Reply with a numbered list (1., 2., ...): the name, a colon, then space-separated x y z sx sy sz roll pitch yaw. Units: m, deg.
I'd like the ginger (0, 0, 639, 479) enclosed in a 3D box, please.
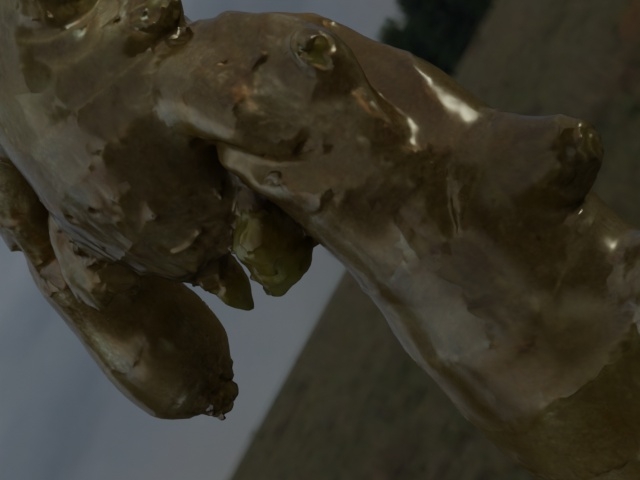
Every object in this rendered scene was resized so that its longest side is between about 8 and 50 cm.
1. ginger: 0.000 0.000 0.334 0.193 0.176 0.052 -29 25 45
